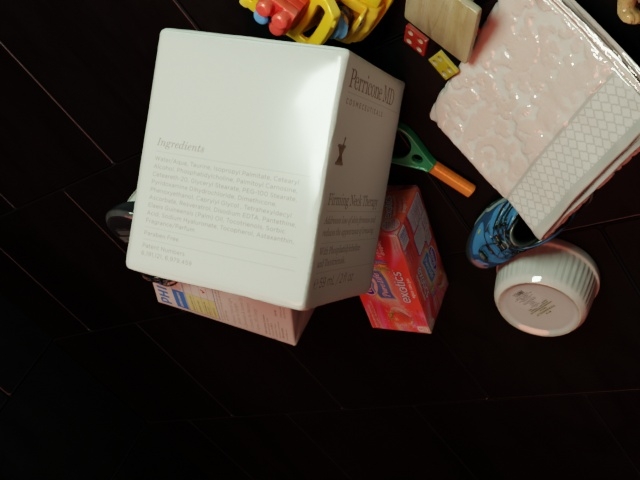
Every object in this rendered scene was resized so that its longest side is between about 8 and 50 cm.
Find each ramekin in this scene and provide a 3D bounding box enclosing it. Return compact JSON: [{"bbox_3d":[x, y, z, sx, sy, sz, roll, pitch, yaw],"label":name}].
[{"bbox_3d":[0.449,0.101,1.569,0.207,0.109,0.207,17,141,14],"label":"ramekin"}]

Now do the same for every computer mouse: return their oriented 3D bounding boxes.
[{"bbox_3d":[-0.335,-0.003,1.597,0.189,0.072,0.272,3,147,26],"label":"computer mouse"}]

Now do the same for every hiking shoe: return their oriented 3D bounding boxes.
[{"bbox_3d":[0.359,-0.027,1.443,0.113,0.132,0.304,48,138,4],"label":"hiking shoe"}]

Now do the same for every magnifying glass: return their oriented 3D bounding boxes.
[{"bbox_3d":[0.195,-0.154,1.499,0.231,0.026,0.092,31,142,-5],"label":"magnifying glass"}]

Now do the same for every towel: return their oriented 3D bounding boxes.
[{"bbox_3d":[0.339,-0.204,1.228,0.317,0.053,0.332,53,144,18],"label":"towel"}]

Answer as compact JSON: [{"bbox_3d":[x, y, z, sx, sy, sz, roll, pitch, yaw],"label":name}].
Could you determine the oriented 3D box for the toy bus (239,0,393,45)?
[{"bbox_3d":[-0.014,-0.376,1.225,0.220,0.211,0.149,33,140,-9],"label":"toy bus"}]

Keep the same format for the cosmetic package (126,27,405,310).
[{"bbox_3d":[-0.082,-0.118,1.323,0.328,0.329,0.393,12,96,21],"label":"cosmetic package"}]

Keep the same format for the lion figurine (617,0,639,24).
[{"bbox_3d":[0.353,-0.436,1.001,0.392,0.142,0.240,20,134,17],"label":"lion figurine"}]

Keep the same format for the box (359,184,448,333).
[{"bbox_3d":[0.157,0.041,1.641,0.142,0.154,0.300,3,137,29],"label":"box"}]

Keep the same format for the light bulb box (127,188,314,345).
[{"bbox_3d":[-0.188,0.005,1.744,0.361,0.225,0.357,16,141,17],"label":"light bulb box"}]

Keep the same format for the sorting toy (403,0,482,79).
[{"bbox_3d":[0.196,-0.355,1.206,0.132,0.046,0.274,42,167,16],"label":"sorting toy"}]
